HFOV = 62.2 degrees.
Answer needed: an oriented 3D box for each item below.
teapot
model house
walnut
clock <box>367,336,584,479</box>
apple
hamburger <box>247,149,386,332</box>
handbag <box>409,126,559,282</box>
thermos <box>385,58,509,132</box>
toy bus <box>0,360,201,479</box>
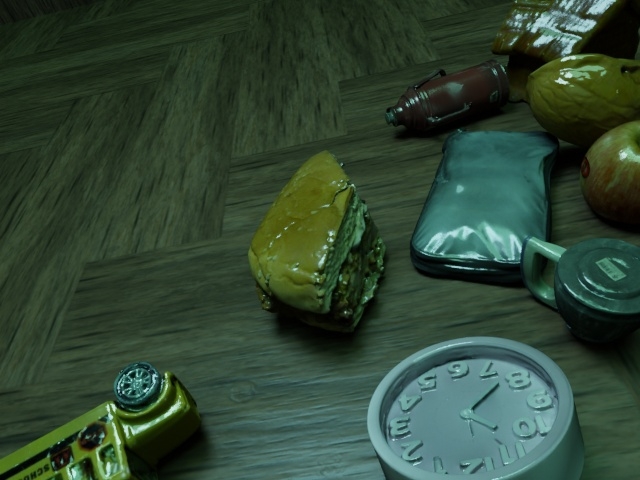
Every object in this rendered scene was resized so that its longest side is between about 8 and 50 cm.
[{"bbox_3d":[0.309,0.066,0.622,0.149,0.108,0.111,7,48,17],"label":"teapot"},{"bbox_3d":[0.458,-0.375,0.980,0.219,0.229,0.199,-29,49,-16],"label":"model house"},{"bbox_3d":[0.415,-0.194,0.807,0.211,0.167,0.087,11,67,-3],"label":"walnut"},{"bbox_3d":[0.148,0.182,0.524,0.197,0.068,0.197,-18,23,8],"label":"clock"},{"bbox_3d":[0.446,-0.097,0.742,0.146,0.131,0.146,-8,45,8],"label":"apple"},{"bbox_3d":[0.000,0.000,0.759,0.245,0.155,0.282,-34,39,-10],"label":"hamburger"},{"bbox_3d":[0.260,-0.075,0.824,0.191,0.075,0.332,4,47,25],"label":"handbag"},{"bbox_3d":[0.235,-0.265,1.015,0.232,0.099,0.124,-19,43,-7],"label":"thermos"},{"bbox_3d":[-0.288,0.269,0.567,0.335,0.121,0.123,-27,51,-13],"label":"toy bus"}]
